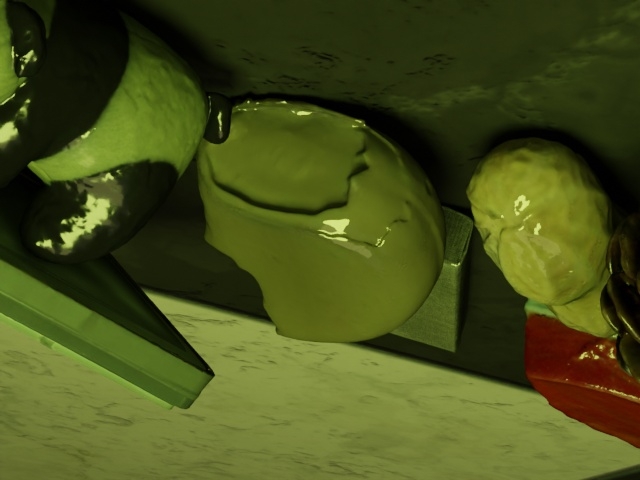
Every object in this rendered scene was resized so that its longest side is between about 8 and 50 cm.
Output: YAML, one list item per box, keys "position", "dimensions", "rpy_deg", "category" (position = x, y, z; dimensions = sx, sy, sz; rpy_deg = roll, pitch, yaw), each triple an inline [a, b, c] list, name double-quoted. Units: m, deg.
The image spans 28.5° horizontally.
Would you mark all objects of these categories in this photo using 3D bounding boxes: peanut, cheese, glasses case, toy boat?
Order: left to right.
- position: [0.000, 0.000, 0.877]
  dimensions: [0.175, 0.091, 0.202]
  rpy_deg: [16, 147, 13]
  category: "cheese"
- position: [0.087, 0.032, 1.030]
  dimensions: [0.070, 0.047, 0.205]
  rpy_deg: [16, 159, 12]
  category: "glasses case"
- position: [0.172, 0.004, 0.868]
  dimensions: [0.090, 0.099, 0.214]
  rpy_deg: [-31, 144, 20]
  category: "peanut"
- position: [0.316, 0.109, 1.047]
  dimensions: [0.331, 0.133, 0.145]
  rpy_deg: [23, 161, -7]
  category: "toy boat"

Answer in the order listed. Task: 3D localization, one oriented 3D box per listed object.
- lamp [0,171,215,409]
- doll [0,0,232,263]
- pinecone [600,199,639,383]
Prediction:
- position: [-0.217, -0.009, 0.857]
  dimensions: [0.269, 0.047, 0.266]
  rpy_deg: [42, -179, 41]
  category: "lamp"
- position: [-0.167, -0.090, 0.733]
  dimensions: [0.135, 0.144, 0.234]
  rpy_deg: [-38, 138, 19]
  category: "doll"
- position: [0.267, 0.014, 0.762]
  dimensions: [0.179, 0.184, 0.205]
  rpy_deg: [20, 128, 6]
  category: "pinecone"
